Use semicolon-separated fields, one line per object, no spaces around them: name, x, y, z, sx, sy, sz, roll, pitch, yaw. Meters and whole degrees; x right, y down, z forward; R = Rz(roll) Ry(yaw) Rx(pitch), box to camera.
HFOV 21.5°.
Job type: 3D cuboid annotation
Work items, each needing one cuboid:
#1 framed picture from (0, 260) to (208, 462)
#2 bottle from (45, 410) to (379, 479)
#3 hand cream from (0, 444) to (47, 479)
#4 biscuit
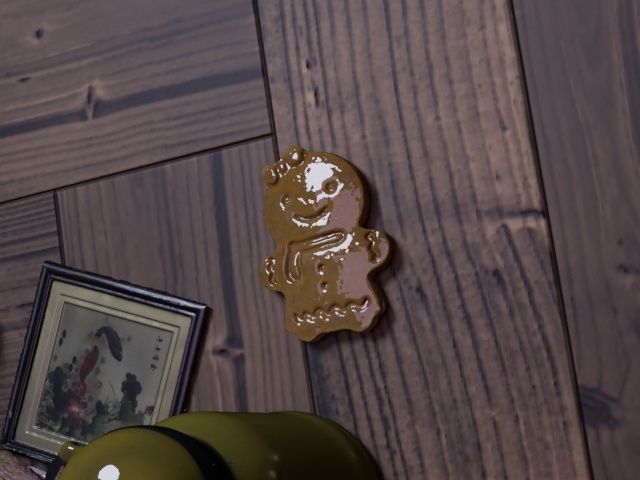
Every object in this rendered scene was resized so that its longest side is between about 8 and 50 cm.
framed picture;-0.213;0.134;1.652;0.199;0.010;0.195;14;90;25
bottle;-0.092;0.227;1.397;0.171;0.351;0.171;-2;84;25
hand cream;-0.279;0.261;1.636;0.203;0.084;0.084;23;94;20
biscuit;0.004;0.002;1.557;0.133;0.027;0.184;-1;84;27
